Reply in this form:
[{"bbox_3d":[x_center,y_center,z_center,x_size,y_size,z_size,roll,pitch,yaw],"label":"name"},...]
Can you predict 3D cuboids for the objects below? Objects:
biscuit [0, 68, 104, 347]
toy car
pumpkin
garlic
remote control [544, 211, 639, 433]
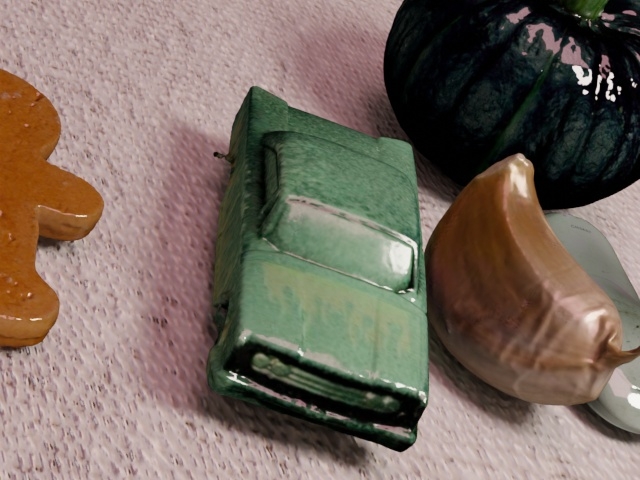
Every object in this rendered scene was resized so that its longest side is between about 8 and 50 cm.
[{"bbox_3d":[-0.215,-0.028,0.968,0.165,0.036,0.250,20,34,-14],"label":"biscuit"},{"bbox_3d":[0.000,0.000,1.035,0.141,0.097,0.321,20,30,-12],"label":"toy car"},{"bbox_3d":[0.182,-0.156,1.283,0.248,0.248,0.248,20,30,-12],"label":"pumpkin"},{"bbox_3d":[0.145,0.043,1.055,0.090,0.128,0.198,21,23,-44],"label":"garlic"},{"bbox_3d":[0.206,0.052,1.178,0.097,0.045,0.256,17,28,-18],"label":"remote control"}]
